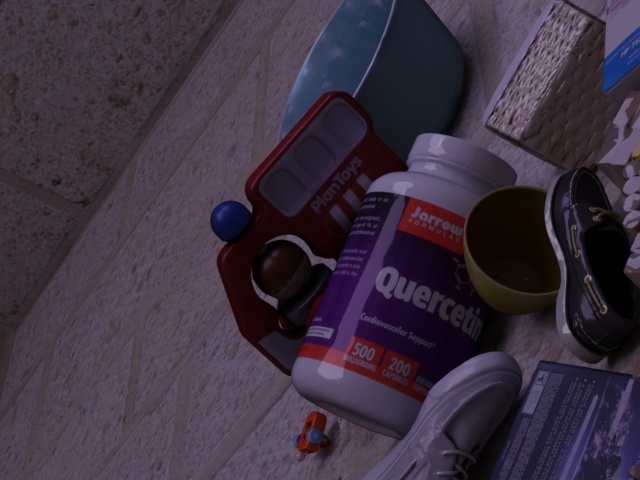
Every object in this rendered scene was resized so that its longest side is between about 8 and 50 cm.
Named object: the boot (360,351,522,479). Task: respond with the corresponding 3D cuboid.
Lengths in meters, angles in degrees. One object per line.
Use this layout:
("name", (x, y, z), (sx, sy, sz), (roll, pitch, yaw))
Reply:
("boot", (0.133, 0.240, 1.650), (0.258, 0.095, 0.123), (-55, 35, 27))

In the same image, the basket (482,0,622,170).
("basket", (0.272, -0.162, 1.761), (0.167, 0.113, 0.103), (-60, 23, 9))

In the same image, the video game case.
("video game case", (0.236, 0.212, 1.482), (0.196, 0.026, 0.274), (-66, 19, -8))

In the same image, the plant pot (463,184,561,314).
("plant pot", (0.207, 0.024, 1.684), (0.095, 0.134, 0.134), (100, -176, -57))

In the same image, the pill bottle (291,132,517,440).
("pill bottle", (0.104, 0.051, 1.805), (0.323, 0.181, 0.181), (-67, 19, -11))

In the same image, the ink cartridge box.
("ink cartridge box", (0.352, -0.213, 1.572), (0.078, 0.134, 0.231), (-45, 26, 46))

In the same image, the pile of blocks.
("pile of blocks", (0.338, 0.007, 1.380), (0.149, 0.112, 0.362), (-31, 37, 26))

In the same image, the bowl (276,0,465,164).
("bowl", (0.085, -0.204, 2.236), (0.311, 0.163, 0.311), (-51, 22, 30))

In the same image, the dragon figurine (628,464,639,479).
("dragon figurine", (0.335, 0.158, 1.188), (0.289, 0.144, 0.085), (1, 62, 49))

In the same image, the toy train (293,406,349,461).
("toy train", (0.025, 0.213, 2.019), (0.166, 0.046, 0.125), (-37, 33, 59))

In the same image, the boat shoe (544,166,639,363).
("boat shoe", (0.271, 0.012, 1.581), (0.068, 0.081, 0.228), (-43, 34, 40))

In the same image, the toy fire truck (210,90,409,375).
("toy fire truck", (0.000, 0.000, 1.989), (0.302, 0.254, 0.169), (-47, 17, -6))
